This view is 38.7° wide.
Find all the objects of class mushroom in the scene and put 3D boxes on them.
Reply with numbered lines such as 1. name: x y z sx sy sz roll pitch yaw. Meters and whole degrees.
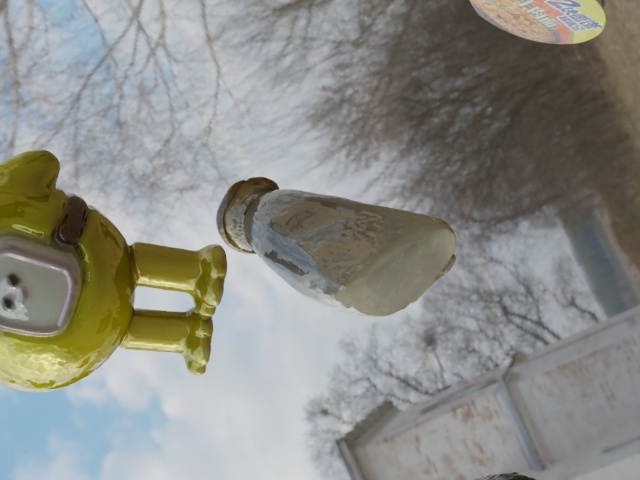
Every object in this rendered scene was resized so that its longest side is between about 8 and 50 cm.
1. mushroom: -0.003 0.008 1.238 0.137 0.154 0.407 40 165 -36

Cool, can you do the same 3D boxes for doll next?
1. doll: -0.253 0.019 0.656 0.145 0.362 0.200 -114 36 -64

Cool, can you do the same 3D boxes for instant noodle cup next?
1. instant noodle cup: 0.344 -0.419 1.358 0.213 0.213 0.174 39 -111 -59

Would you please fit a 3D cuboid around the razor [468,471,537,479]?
1. razor: 0.238 0.488 1.575 0.189 0.327 0.107 -23 -103 -32
